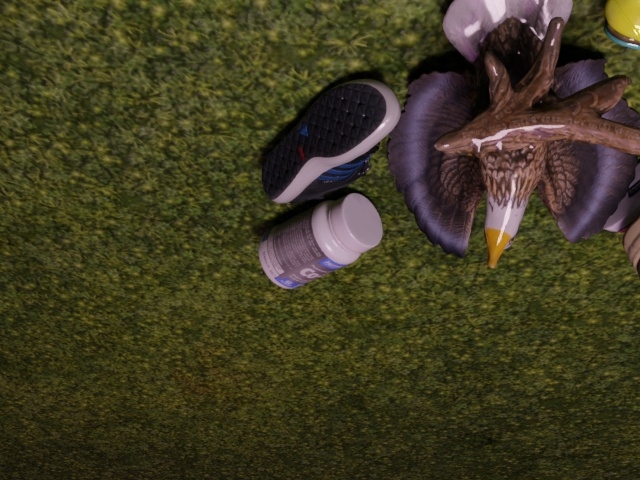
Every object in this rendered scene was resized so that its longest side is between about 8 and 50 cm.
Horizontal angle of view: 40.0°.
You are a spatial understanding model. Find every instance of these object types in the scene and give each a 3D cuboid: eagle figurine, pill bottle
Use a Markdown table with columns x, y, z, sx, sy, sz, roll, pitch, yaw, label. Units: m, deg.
| x | y | z | sx | sy | sz | roll | pitch | yaw | label |
| --- | --- | --- | --- | --- | --- | --- | --- | --- | --- |
| 0.175 | -0.081 | 0.800 | 0.226 | 0.225 | 0.298 | 43 | -175 | 10 | eagle figurine |
| 0.000 | 0.000 | 1.010 | 0.078 | 0.078 | 0.137 | 29 | 141 | -35 | pill bottle |

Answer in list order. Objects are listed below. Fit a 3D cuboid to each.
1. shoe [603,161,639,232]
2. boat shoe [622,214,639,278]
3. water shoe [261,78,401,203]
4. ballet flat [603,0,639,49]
| x | y | z | sx | sy | sz | roll | pitch | yaw | label |
| --- | --- | --- | --- | --- | --- | --- | --- | --- | --- |
| 0.368 | -0.055 | 0.899 | 0.081 | 0.063 | 0.178 | 11 | 151 | -19 | shoe |
| 0.378 | -0.020 | 0.763 | 0.123 | 0.123 | 0.342 | 2 | 152 | -12 | boat shoe |
| 0.021 | -0.098 | 0.875 | 0.080 | 0.073 | 0.203 | 0 | 161 | -39 | water shoe |
| 0.341 | -0.173 | 0.698 | 0.231 | 0.077 | 0.077 | 11 | 132 | -8 | ballet flat |
